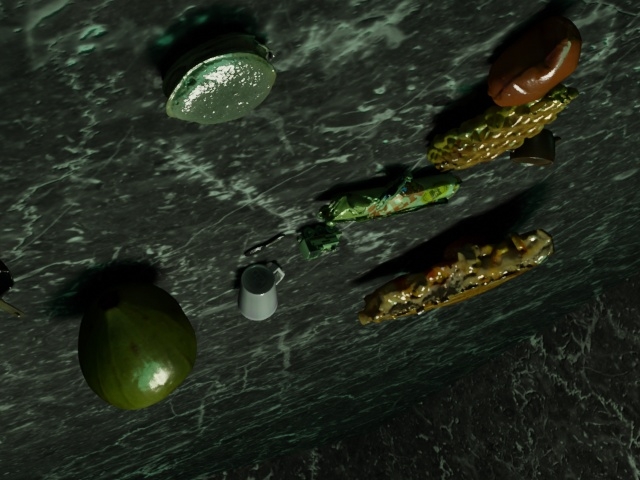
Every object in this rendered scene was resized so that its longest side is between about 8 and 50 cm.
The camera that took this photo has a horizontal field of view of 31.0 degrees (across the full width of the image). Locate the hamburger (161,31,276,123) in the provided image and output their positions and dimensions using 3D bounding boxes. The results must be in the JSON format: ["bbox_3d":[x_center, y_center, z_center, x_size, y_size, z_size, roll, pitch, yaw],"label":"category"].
[{"bbox_3d":[-0.118,-0.186,1.321,0.133,0.062,0.140,-36,156,24],"label":"hamburger"}]

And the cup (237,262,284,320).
[{"bbox_3d":[-0.104,0.083,2.113,0.104,0.074,0.116,-42,164,-21],"label":"cup"}]

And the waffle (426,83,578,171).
[{"bbox_3d":[0.284,-0.180,1.797,0.243,0.059,0.238,-23,171,-4],"label":"waffle"}]

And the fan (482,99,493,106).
[{"bbox_3d":[0.283,-0.228,1.774,0.083,0.004,0.056,-31,160,25],"label":"fan"}]

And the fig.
[{"bbox_3d":[-0.311,0.157,1.870,0.203,0.203,0.225,-24,142,4],"label":"fig"}]

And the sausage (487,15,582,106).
[{"bbox_3d":[0.302,-0.249,1.610,0.089,0.089,0.179,-10,164,-34],"label":"sausage"}]

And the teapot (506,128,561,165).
[{"bbox_3d":[0.352,-0.166,1.945,0.121,0.068,0.076,8,173,-20],"label":"teapot"}]

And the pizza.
[{"bbox_3d":[0.264,0.068,2.408,0.406,0.130,0.440,-17,172,-15],"label":"pizza"}]

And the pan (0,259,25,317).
[{"bbox_3d":[-0.493,0.070,1.618,0.128,0.048,0.202,-17,160,-14],"label":"pan"}]

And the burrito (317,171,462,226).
[{"bbox_3d":[0.128,-0.079,1.933,0.288,0.054,0.104,-13,159,-29],"label":"burrito"}]

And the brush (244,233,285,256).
[{"bbox_3d":[-0.096,0.009,1.987,0.083,0.008,0.024,-29,158,18],"label":"brush"}]

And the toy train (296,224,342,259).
[{"bbox_3d":[0.000,0.000,2.005,0.083,0.053,0.033,-11,158,-28],"label":"toy train"}]
